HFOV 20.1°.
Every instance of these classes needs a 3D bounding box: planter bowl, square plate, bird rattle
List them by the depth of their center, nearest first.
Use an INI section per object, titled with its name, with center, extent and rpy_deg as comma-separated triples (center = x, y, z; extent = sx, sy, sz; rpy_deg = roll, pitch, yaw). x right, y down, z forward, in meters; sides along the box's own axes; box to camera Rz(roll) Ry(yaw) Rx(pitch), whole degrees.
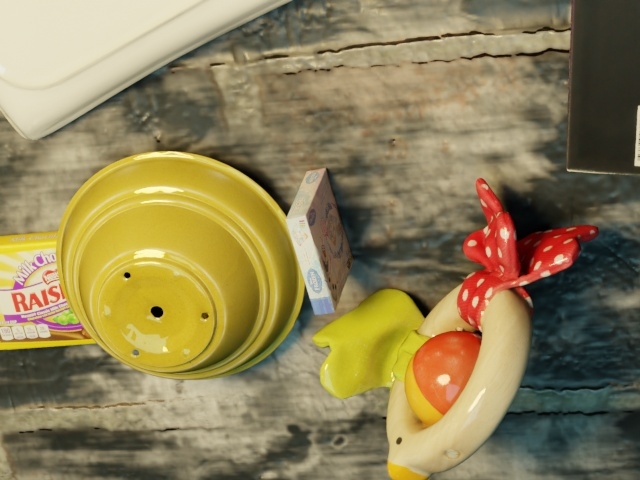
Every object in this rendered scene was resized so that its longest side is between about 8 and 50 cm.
[square plate]
center = -0.214, -0.266, 1.375
extent = 0.347, 0.049, 0.344
rpy_deg = -24, 110, 32
[bird rattle]
center = 0.121, 0.089, 1.446
extent = 0.143, 0.207, 0.253
rpy_deg = 33, 130, -27
[planter bowl]
center = -0.126, 0.042, 1.496
extent = 0.217, 0.090, 0.217
rpy_deg = 4, 115, 8

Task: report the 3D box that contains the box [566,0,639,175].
[box]
center = 0.229, -0.200, 1.269
extent = 0.103, 0.184, 0.261
rpy_deg = 4, 118, 12

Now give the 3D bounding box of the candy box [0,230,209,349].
[candy box]
center = -0.200, 0.040, 1.576
extent = 0.206, 0.027, 0.105
rpy_deg = -5, 113, 14

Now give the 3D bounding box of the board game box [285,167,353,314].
[board game box]
center = 0.000, 0.000, 1.476
extent = 0.020, 0.090, 0.090
rpy_deg = -8, 115, 16
